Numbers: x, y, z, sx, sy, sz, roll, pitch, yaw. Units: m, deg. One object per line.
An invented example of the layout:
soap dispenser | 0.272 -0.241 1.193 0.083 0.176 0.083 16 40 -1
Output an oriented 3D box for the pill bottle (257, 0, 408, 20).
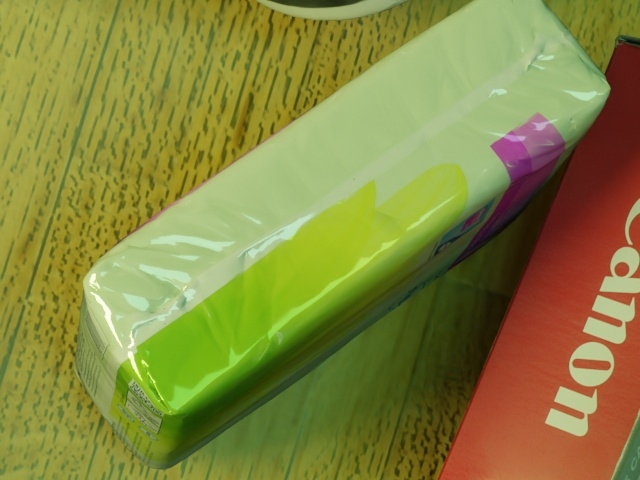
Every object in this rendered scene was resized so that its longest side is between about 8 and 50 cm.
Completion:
pill bottle | -0.034 -0.265 0.962 0.188 0.334 0.188 -8 67 19

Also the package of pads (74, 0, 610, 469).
package of pads | 0.000 0.000 1.049 0.296 0.229 0.101 -35 83 -16

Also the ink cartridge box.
ink cartridge box | 0.188 0.056 1.085 0.272 0.130 0.309 34 78 -60
